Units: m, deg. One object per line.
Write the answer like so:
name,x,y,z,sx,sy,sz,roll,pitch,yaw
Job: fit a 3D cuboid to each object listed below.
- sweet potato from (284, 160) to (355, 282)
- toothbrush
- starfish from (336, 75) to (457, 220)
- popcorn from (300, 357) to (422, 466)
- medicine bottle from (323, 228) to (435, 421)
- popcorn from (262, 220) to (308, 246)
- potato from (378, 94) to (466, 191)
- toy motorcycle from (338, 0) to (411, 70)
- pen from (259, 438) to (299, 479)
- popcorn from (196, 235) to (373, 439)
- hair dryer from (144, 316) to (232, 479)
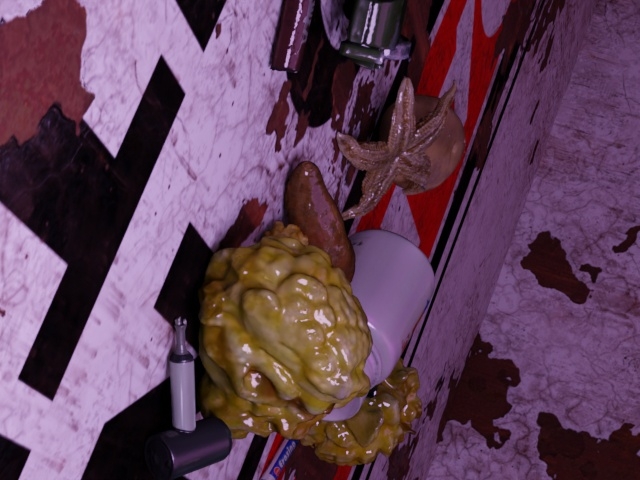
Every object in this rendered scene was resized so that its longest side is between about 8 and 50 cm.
sweet potato,0.001,0.000,1.975,0.292,0.097,0.097,84,28,-55
toothbrush,-0.005,-0.372,1.655,0.041,0.041,0.364,-31,136,-68
starfish,0.108,-0.140,2.148,0.277,0.062,0.236,-46,141,8
popcorn,0.059,0.254,2.275,0.169,0.189,0.218,60,47,-63
medicine bottle,0.053,0.128,2.158,0.293,0.170,0.170,-58,159,-45
popcorn,-0.051,0.017,1.888,0.082,0.057,0.083,36,76,-77
potato,0.166,-0.164,2.313,0.235,0.128,0.161,68,41,-57
toy motorcycle,0.064,-0.312,1.828,0.275,0.127,0.205,-52,157,-68
pen,-0.070,0.357,2.256,0.204,0.025,0.025,-57,158,-45
popcorn,-0.040,0.133,1.741,0.174,0.225,0.286,-46,149,-50
hair dryer,-0.157,0.182,1.688,0.100,0.057,0.197,-17,113,-43
